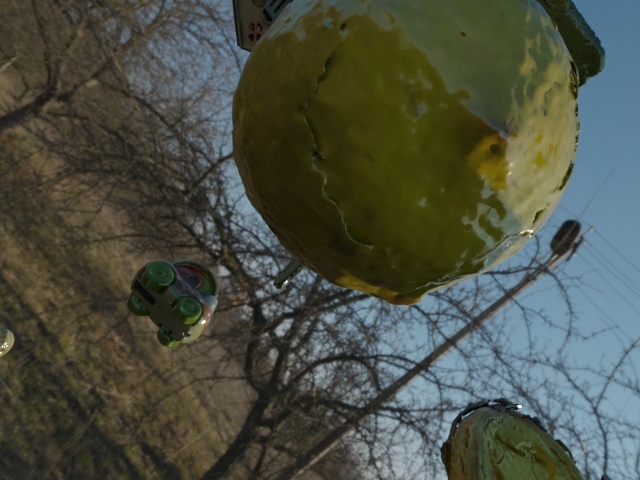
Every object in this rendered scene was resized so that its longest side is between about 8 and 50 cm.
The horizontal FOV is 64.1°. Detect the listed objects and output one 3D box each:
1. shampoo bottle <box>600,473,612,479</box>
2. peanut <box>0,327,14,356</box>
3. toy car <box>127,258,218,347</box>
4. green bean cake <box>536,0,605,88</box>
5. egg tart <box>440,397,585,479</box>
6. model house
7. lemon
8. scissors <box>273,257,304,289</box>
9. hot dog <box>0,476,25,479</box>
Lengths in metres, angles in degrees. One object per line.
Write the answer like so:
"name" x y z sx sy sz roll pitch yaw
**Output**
"shampoo bottle" 0.456 0.309 0.575 0.085 0.244 0.085 7 90 -86
"peanut" -0.855 0.273 1.247 0.083 0.194 0.093 16 -55 49
"toy car" -0.353 0.138 1.328 0.235 0.235 0.145 52 -54 16
"green bean cake" 0.377 -0.337 0.934 0.214 0.200 0.113 57 23 2
"egg tart" 0.289 0.375 0.756 0.279 0.279 0.095 51 -50 20
"model house" -0.116 -0.584 1.304 0.244 0.169 0.326 -37 -96 36
"lemon" 0.078 -0.115 0.559 0.350 0.349 0.387 61 -6 -19
"scissors" 0.000 0.000 1.085 0.041 0.289 0.138 29 18 -47
"hot dog" -0.490 0.405 0.805 0.058 0.035 0.083 31 5 -14
